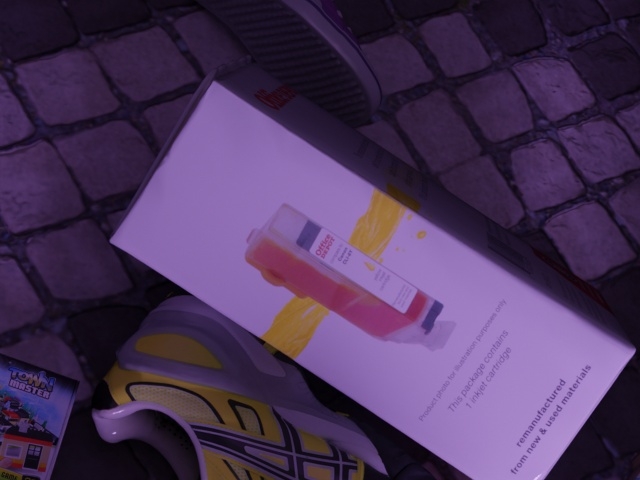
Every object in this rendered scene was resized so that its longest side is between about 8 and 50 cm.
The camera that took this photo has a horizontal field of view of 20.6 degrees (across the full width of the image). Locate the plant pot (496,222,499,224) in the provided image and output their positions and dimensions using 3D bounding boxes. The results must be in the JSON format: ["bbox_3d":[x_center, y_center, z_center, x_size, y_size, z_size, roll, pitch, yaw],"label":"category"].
[{"bbox_3d":[0.156,0.040,1.627,0.079,0.083,0.083,51,54,-2],"label":"plant pot"}]

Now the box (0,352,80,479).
[{"bbox_3d":[-0.306,0.131,1.389,0.207,0.036,0.114,20,54,-11],"label":"box"}]

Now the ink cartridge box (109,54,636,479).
[{"bbox_3d":[0.044,0.023,1.450,0.385,0.160,0.279,34,9,-1],"label":"ink cartridge box"}]

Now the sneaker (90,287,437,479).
[{"bbox_3d":[-0.022,0.209,1.415,0.385,0.145,0.147,38,59,16],"label":"sneaker"}]

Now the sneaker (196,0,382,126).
[{"bbox_3d":[-0.012,-0.244,1.714,0.282,0.102,0.161,47,51,9],"label":"sneaker"}]

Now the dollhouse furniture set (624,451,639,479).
[{"bbox_3d":[0.385,0.353,1.398,0.394,0.256,0.362,42,49,3],"label":"dollhouse furniture set"}]
